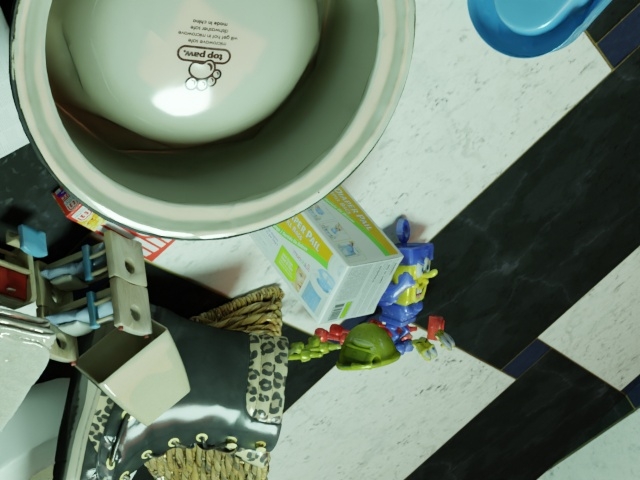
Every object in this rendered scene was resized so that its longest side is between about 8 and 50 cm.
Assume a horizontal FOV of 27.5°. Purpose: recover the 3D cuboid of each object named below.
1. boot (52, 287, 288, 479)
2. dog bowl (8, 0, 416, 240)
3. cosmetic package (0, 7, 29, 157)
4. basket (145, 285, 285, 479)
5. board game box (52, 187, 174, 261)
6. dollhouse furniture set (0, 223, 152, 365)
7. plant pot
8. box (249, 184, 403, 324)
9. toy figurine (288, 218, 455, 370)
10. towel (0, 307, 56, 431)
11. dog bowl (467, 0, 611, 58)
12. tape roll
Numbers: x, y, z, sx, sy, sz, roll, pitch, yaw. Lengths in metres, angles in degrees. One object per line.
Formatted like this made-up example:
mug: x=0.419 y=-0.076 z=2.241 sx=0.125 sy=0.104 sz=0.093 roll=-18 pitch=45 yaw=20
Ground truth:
boot: x=-0.208 y=0.271 z=1.773 sx=0.284 sy=0.377 sz=0.138 roll=11 pitch=176 yaw=-16
dog bowl: x=-0.119 y=-0.213 z=1.307 sx=0.408 sy=0.150 sz=0.408 roll=-10 pitch=118 yaw=-19
cosmetic package: x=-0.355 y=-0.179 z=1.319 sx=0.099 sy=0.060 sz=0.239 roll=-31 pitch=149 yaw=-15
basket: x=-0.174 y=0.232 z=2.038 sx=0.214 sy=0.223 sz=0.299 roll=4 pitch=140 yaw=-4
board game box: x=-0.220 y=-0.062 z=1.636 sx=0.147 sy=0.045 sz=0.193 roll=-42 pitch=150 yaw=8
dollhouse furniture set: x=-0.315 y=0.059 z=1.575 sx=0.129 sy=0.129 sz=0.184 roll=-21 pitch=156 yaw=24
plant pot: x=-0.229 y=0.169 z=1.652 sx=0.109 sy=0.109 sz=0.096 roll=-39 pitch=116 yaw=-16
box: x=0.000 y=0.000 z=1.794 sx=0.103 sy=0.203 sz=0.114 roll=-9 pitch=138 yaw=-40
toy figurine: x=0.093 y=0.071 z=2.068 sx=0.362 sy=0.191 sz=0.217 roll=-9 pitch=107 yaw=-64
towel: x=-0.450 y=0.167 z=1.570 sx=0.187 sy=0.049 sz=0.282 roll=19 pitch=129 yaw=-28
dog bowl: x=0.324 y=-0.364 z=1.692 sx=0.297 sy=0.166 sz=0.074 roll=-49 pitch=160 yaw=17
tape roll: x=-0.411 y=0.332 z=1.918 sx=0.286 sy=0.100 sz=0.286 roll=-27 pitch=148 yaw=-18
